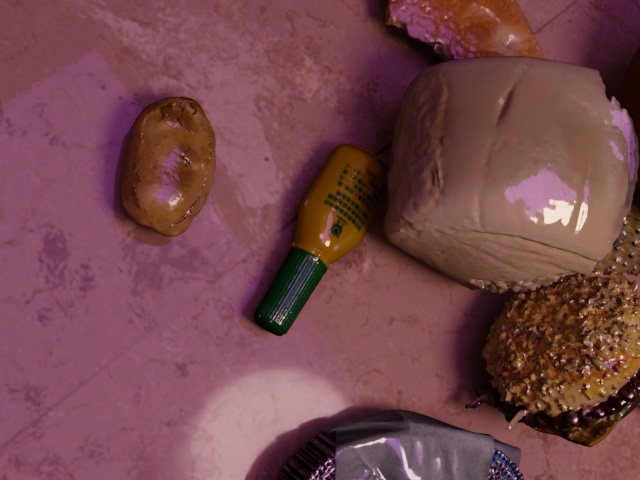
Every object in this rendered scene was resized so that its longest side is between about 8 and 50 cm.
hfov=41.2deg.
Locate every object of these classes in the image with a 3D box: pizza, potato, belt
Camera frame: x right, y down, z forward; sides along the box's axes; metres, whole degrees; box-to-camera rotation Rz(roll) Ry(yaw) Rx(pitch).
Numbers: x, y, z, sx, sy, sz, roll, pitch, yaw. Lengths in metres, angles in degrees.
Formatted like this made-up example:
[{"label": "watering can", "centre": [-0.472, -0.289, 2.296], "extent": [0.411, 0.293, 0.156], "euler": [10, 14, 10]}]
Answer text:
[{"label": "pizza", "centre": [0.188, -0.315, 1.187], "extent": [0.365, 0.074, 0.182], "euler": [39, 68, -12]}, {"label": "potato", "centre": [-0.177, -0.090, 1.003], "extent": [0.107, 0.080, 0.170], "euler": [16, 77, -6]}, {"label": "belt", "centre": [0.100, 0.340, 1.024], "extent": [0.325, 0.122, 0.260], "euler": [15, 83, -16]}]

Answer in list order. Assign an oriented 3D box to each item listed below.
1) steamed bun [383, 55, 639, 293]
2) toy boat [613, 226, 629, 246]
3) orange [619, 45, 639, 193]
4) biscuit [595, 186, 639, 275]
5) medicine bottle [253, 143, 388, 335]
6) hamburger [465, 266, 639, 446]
[{"label": "steamed bun", "centre": [0.236, -0.093, 1.045], "extent": [0.274, 0.272, 0.290], "euler": [13, 67, -31]}, {"label": "toy boat", "centre": [0.358, -0.058, 1.208], "extent": [0.071, 0.089, 0.185], "euler": [-28, 77, -32]}, {"label": "orange", "centre": [0.587, -0.162, 1.191], "extent": [0.322, 0.322, 0.356], "euler": [-1, 77, -22]}, {"label": "biscuit", "centre": [0.437, -0.029, 1.271], "extent": [0.144, 0.016, 0.203], "euler": [25, 72, -16]}, {"label": "medicine bottle", "centre": [0.000, 0.000, 1.065], "extent": [0.095, 0.064, 0.260], "euler": [39, 69, -21]}, {"label": "hamburger", "centre": [0.306, 0.140, 1.079], "extent": [0.261, 0.243, 0.138], "euler": [-50, 119, -19]}]
